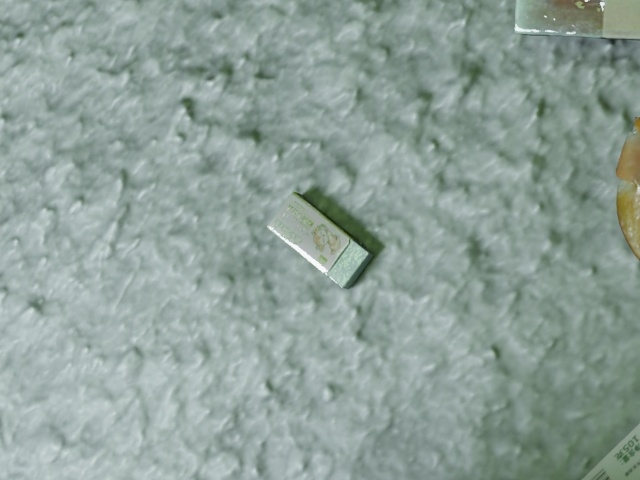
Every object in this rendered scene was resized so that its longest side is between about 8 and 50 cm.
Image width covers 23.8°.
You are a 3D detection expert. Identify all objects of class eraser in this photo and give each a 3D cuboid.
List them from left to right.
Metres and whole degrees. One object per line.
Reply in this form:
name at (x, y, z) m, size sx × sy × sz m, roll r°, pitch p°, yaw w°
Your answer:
eraser at (0.000, 0.000, 1.206) m, size 0.083 × 0.019 × 0.038 m, roll 38°, pitch 95°, yaw 21°

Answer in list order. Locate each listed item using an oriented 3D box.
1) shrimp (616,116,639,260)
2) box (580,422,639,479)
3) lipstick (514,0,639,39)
shrimp at (0.311, -0.011, 1.069) m, size 0.249 × 0.068 × 0.150 m, roll 45°, pitch 105°, yaw 29°
box at (0.272, 0.161, 1.015) m, size 0.194 × 0.073 × 0.139 m, roll -46°, pitch 26°, yaw 9°
lipstick at (0.323, -0.173, 1.056) m, size 0.371 × 0.076 × 0.080 m, roll 7°, pitch 99°, yaw 26°
